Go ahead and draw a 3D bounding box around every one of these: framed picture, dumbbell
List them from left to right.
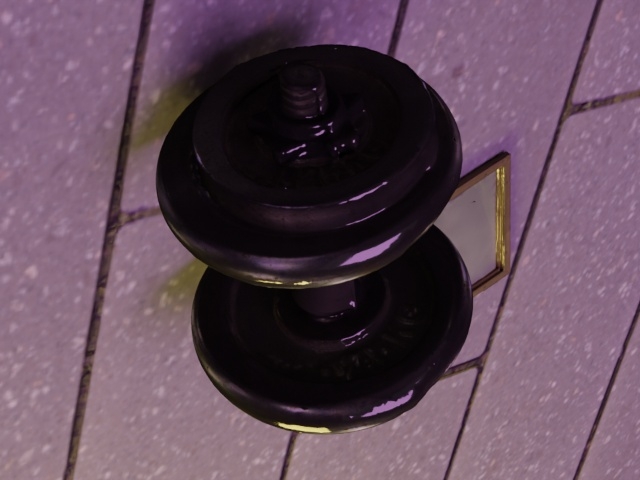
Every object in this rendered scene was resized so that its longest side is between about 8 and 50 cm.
[{"bbox_3d":[0.000,0.000,1.093,0.192,0.192,0.290,-35,143,-21],"label":"dumbbell"},{"bbox_3d":[0.076,0.027,1.356,0.201,0.010,0.136,-33,140,-24],"label":"framed picture"}]
